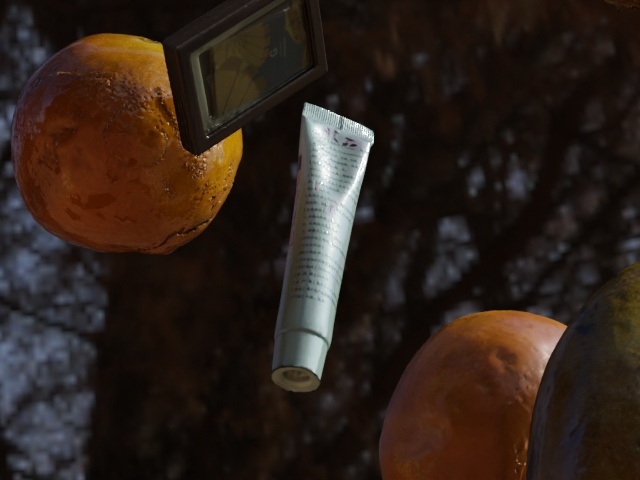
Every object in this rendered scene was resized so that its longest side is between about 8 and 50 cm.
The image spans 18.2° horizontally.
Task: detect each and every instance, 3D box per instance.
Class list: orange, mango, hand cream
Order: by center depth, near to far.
[{"bbox_3d":[0.286,0.147,1.793,0.176,0.330,0.175,23,-27,-23],"label":"mango"},{"bbox_3d":[-0.197,-0.095,2.016,0.240,0.240,0.240,-7,-31,-4],"label":"orange"},{"bbox_3d":[0.000,0.000,2.042,0.085,0.331,0.058,20,-33,-15],"label":"hand cream"},{"bbox_3d":[0.187,0.212,2.087,0.226,0.284,0.284,7,-19,35],"label":"orange"}]

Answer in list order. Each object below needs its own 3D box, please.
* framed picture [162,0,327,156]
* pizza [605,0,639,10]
[{"bbox_3d":[-0.067,-0.170,1.852,0.168,0.023,0.128,-35,-41,-27],"label":"framed picture"},{"bbox_3d":[0.273,-0.203,1.485,0.289,0.081,0.228,9,5,-31],"label":"pizza"}]
